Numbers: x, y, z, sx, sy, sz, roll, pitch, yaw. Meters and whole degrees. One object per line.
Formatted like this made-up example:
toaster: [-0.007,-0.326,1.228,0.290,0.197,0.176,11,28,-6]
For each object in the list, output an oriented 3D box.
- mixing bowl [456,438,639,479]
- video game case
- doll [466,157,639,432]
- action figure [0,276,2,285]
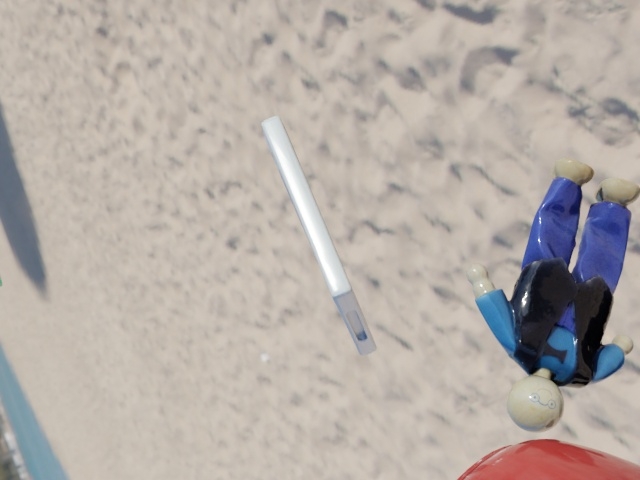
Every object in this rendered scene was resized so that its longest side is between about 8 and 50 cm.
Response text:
mixing bowl: [0.121,0.180,0.584,0.098,0.181,0.181,42,148,35]
video game case: [0.000,0.000,1.034,0.183,0.023,0.201,66,-179,-64]
doll: [0.160,0.040,0.702,0.046,0.129,0.189,132,158,-68]
action figure: [-0.350,-0.025,0.900,0.063,0.137,0.232,66,-177,-48]
